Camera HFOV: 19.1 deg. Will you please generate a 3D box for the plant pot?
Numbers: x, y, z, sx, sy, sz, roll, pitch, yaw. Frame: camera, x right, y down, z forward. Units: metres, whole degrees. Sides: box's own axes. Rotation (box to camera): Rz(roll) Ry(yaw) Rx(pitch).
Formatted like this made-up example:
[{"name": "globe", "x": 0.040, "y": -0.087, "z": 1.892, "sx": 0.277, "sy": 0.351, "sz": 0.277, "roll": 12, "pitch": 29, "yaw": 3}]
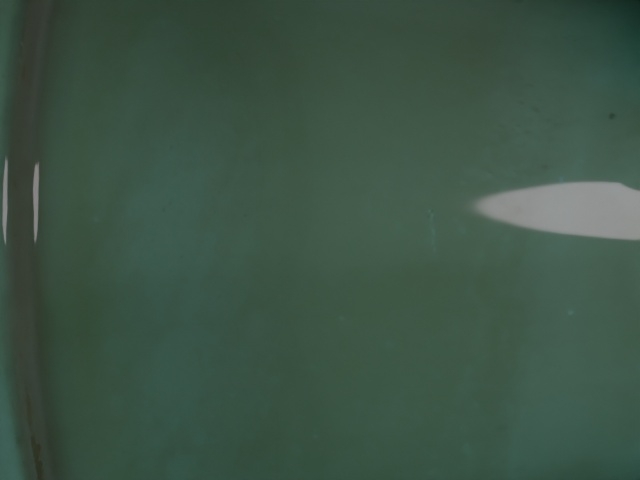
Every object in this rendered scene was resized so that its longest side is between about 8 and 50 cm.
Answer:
[{"name": "plant pot", "x": 0.000, "y": 0.000, "z": 0.746, "sx": 0.280, "sy": 0.323, "sz": 0.323, "roll": -1, "pitch": 94, "yaw": 9}]
